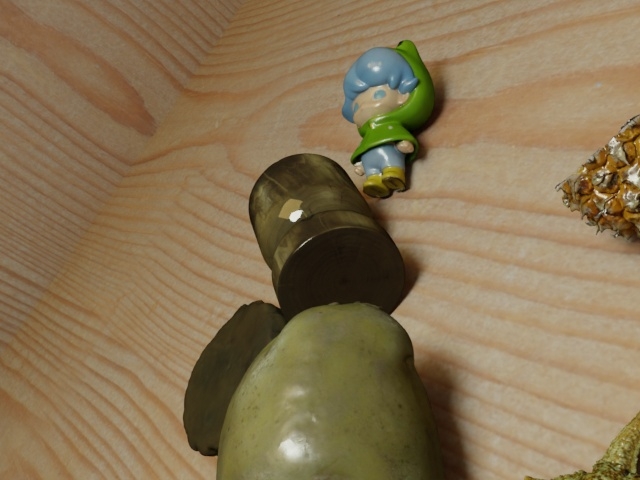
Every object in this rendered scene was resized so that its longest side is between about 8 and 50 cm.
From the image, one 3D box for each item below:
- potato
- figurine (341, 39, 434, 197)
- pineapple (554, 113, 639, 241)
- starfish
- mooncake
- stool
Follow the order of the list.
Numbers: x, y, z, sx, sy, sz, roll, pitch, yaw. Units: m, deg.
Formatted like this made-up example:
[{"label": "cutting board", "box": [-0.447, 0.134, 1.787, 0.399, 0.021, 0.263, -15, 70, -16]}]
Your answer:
[{"label": "potato", "box": [0.006, 0.229, 0.814, 0.243, 0.221, 0.326, -43, 38, 37]}, {"label": "figurine", "box": [0.107, -0.199, 1.250, 0.162, 0.143, 0.263, -27, 54, 50]}, {"label": "pineapple", "box": [0.345, -0.054, 0.765, 0.176, 0.137, 0.161, -39, -12, 20]}, {"label": "starfish", "box": [0.255, 0.215, 0.658, 0.208, 0.053, 0.176, -7, 41, 45]}, {"label": "mooncake", "box": [-0.091, 0.207, 1.086, 0.228, 0.124, 0.228, -36, 36, 33]}, {"label": "stool", "box": [0.000, 0.000, 1.124, 0.179, 0.179, 0.264, -46, 29, 12]}]
